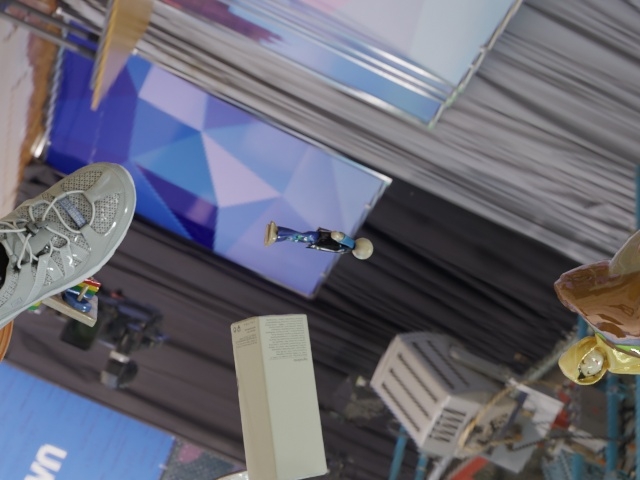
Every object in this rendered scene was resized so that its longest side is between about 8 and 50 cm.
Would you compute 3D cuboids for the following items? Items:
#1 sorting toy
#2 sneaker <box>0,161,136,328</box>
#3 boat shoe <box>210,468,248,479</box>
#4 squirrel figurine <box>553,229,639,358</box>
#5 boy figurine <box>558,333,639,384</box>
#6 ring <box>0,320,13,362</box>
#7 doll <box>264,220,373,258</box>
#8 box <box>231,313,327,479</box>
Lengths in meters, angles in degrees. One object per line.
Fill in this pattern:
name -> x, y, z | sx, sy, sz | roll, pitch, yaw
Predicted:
sorting toy -> -0.401, 0.064, 1.289 | 0.046, 0.132, 0.274 | -58, -162, 3
sneaker -> -0.309, 0.013, 0.887 | 0.281, 0.105, 0.115 | -46, 178, -20
boat shoe -> -0.287, 0.653, 2.040 | 0.277, 0.096, 0.098 | -25, 167, -4
squirrel figurine -> 0.568, 0.143, 1.090 | 0.281, 0.370, 0.397 | -44, -171, 11
boy figurine -> 0.591, 0.189, 1.567 | 0.092, 0.285, 0.177 | -93, 162, -60
ring -> -0.615, 0.100, 1.212 | 0.032, 0.336, 0.337 | -17, -139, 43
doll -> 0.000, 0.000, 1.433 | 0.129, 0.189, 0.046 | 153, -56, -76
box -> -0.072, 0.268, 1.414 | 0.094, 0.113, 0.275 | -20, -108, 49
